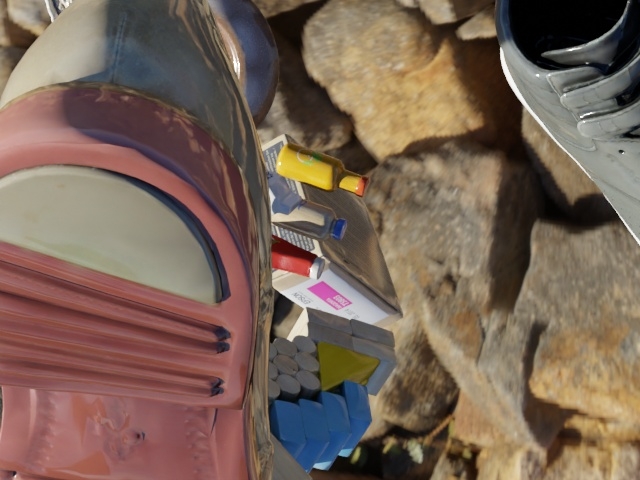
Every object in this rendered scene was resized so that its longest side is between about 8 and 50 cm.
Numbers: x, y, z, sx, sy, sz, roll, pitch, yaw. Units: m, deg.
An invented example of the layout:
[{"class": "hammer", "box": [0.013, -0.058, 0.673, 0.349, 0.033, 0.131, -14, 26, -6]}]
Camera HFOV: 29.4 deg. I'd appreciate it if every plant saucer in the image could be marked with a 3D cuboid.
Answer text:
[{"class": "plant saucer", "box": [-0.143, -0.190, 1.326, 0.198, 0.036, 0.199, 6, 107, 18]}]

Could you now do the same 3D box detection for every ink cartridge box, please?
[{"class": "ink cartridge box", "box": [0.000, 0.000, 1.582, 0.088, 0.234, 0.193, -27, 57, 17]}]

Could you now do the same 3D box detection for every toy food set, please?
[{"class": "toy food set", "box": [-0.034, -0.016, 1.296, 0.104, 0.232, 0.111, 19, 115, 12]}]

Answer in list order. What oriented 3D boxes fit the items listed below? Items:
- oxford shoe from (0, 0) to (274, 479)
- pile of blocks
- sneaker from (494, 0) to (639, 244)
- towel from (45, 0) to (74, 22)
[{"class": "oxford shoe", "box": [-0.067, 0.052, 0.481, 0.123, 0.130, 0.348, 12, 137, -4]}, {"class": "pile of blocks", "box": [-0.067, 0.158, 0.913, 0.149, 0.362, 0.113, 47, 125, 25]}, {"class": "sneaker", "box": [0.197, -0.054, 0.673, 0.104, 0.147, 0.296, -44, 68, 6]}, {"class": "towel", "box": [-0.297, -0.305, 1.662, 0.049, 0.187, 0.282, -6, 117, 21]}]
